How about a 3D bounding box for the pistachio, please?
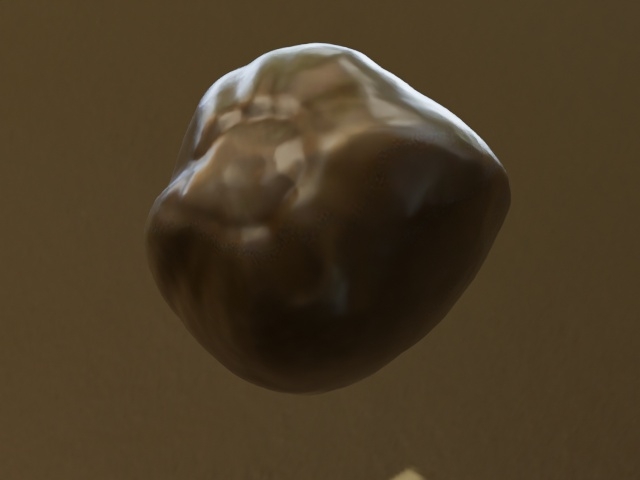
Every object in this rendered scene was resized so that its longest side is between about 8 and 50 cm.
[{"bbox_3d":[0.000,0.000,0.571,0.126,0.185,0.108,-7,-109,-11],"label":"pistachio"}]
